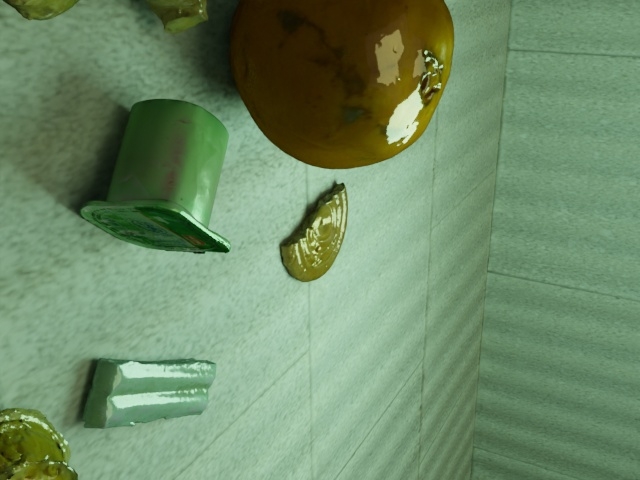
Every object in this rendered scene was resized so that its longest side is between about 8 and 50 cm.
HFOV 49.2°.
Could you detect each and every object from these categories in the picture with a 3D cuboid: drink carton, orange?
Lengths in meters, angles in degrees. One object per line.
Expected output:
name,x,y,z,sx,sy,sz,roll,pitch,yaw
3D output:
drink carton,-0.177,-0.074,0.802,0.146,0.143,0.143,41,54,-61
orange,0.026,-0.251,0.946,0.312,0.311,0.313,-34,129,-55

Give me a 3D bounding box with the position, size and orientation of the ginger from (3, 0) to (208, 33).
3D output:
ginger,-0.179,-0.364,0.632,0.348,0.121,0.364,-82,176,-81

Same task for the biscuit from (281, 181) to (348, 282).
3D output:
biscuit,0.001,0.000,1.285,0.224,0.033,0.145,-48,140,-45

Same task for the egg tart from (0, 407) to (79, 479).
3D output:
egg tart,-0.318,0.265,0.710,0.191,0.074,0.191,-30,125,-54

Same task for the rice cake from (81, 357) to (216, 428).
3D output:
rice cake,-0.216,0.195,0.918,0.226,0.040,0.085,19,82,-64
